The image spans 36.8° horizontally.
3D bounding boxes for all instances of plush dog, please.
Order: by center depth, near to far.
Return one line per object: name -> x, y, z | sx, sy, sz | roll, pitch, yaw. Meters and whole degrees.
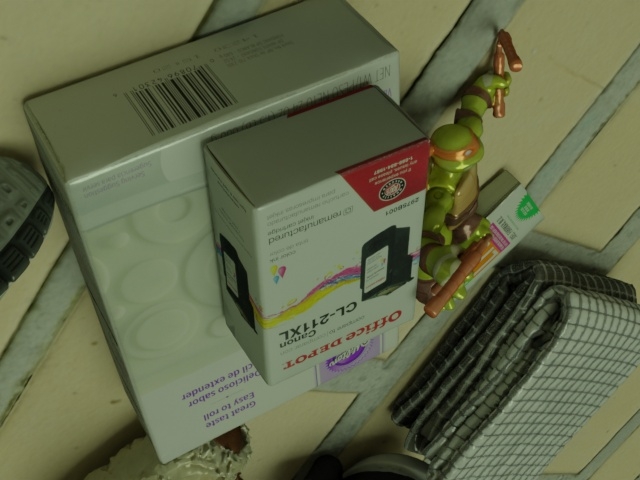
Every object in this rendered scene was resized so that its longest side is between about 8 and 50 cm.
plush dog -> -0.144, 0.307, 0.916 | 0.210, 0.262, 0.225 | -14, 138, 24

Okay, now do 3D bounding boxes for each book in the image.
book -> 0.154, 0.004, 0.968 | 0.144, 0.035, 0.096 | -44, 146, 6

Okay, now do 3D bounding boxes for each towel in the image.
towel -> 0.238, 0.156, 1.120 | 0.235, 0.121, 0.283 | 13, 118, -47

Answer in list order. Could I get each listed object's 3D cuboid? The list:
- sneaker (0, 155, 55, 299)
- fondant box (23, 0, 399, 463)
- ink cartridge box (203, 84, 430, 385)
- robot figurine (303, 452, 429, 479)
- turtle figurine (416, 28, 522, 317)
sneaker -> -0.295, 0.055, 0.616 | 0.297, 0.111, 0.129 | -42, 178, -14
fondant box -> -0.060, 0.003, 0.743 | 0.238, 0.096, 0.330 | -24, 141, -17
ink cartridge box -> 0.000, 0.000, 0.651 | 0.127, 0.072, 0.175 | -23, 139, -20
robot figurine -> 0.063, 0.364, 1.082 | 0.278, 0.173, 0.209 | -53, 144, -59
turtle figurine -> 0.103, -0.026, 0.803 | 0.087, 0.269, 0.217 | 10, 151, 10
